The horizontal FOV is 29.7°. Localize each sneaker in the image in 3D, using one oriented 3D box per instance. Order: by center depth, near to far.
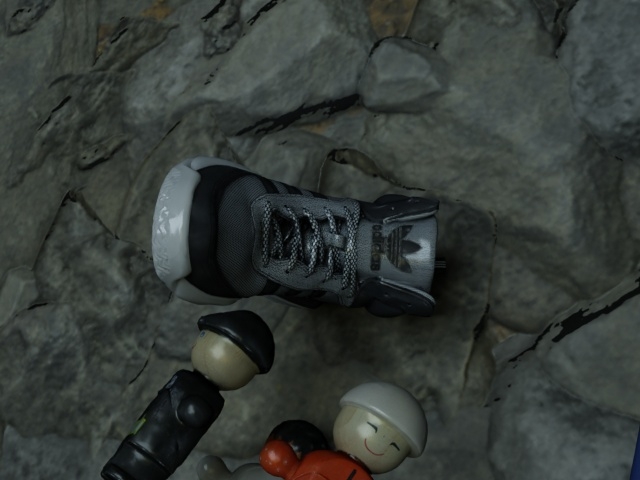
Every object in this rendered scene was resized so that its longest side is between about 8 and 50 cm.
[{"bbox_3d":[0.000,0.000,0.841,0.153,0.268,0.101,2,85,22],"label":"sneaker"}]

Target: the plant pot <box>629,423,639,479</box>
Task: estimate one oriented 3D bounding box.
[{"bbox_3d":[0.287,0.159,0.656,0.236,0.212,0.236,7,73,30],"label":"plant pot"}]

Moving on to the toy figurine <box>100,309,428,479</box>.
[{"bbox_3d":[-0.014,0.166,0.812,0.213,0.209,0.148,20,63,38],"label":"toy figurine"}]
